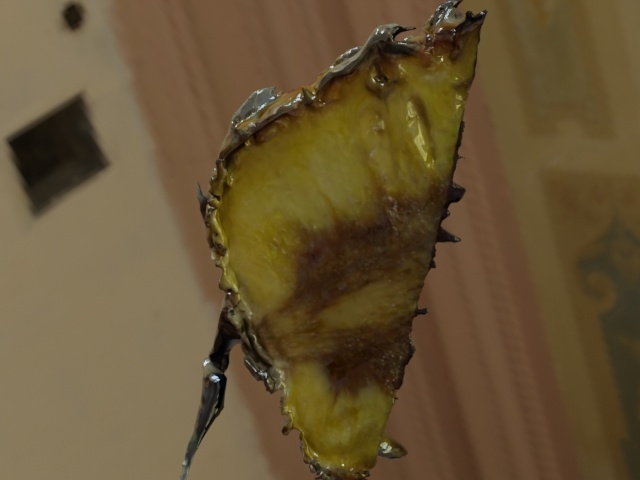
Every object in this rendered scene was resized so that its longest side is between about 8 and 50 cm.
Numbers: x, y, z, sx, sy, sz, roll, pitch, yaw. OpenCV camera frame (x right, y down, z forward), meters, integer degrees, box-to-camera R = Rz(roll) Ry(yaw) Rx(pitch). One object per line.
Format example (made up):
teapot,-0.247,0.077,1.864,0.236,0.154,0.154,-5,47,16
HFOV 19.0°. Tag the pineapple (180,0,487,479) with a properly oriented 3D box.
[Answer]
pineapple,-0.005,-0.001,1.214,0.161,0.158,0.335,-112,-153,-72
